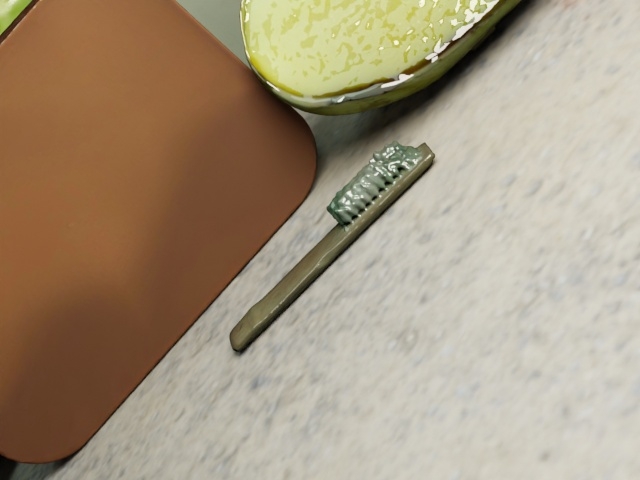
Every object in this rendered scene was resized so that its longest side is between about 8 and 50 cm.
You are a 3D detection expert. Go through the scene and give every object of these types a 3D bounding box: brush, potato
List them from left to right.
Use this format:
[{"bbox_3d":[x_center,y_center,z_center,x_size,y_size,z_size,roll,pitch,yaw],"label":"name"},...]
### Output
[{"bbox_3d":[0.000,0.000,0.825,0.190,0.027,0.034,-45,21,11],"label":"brush"},{"bbox_3d":[0.072,-0.191,0.879,0.271,0.160,0.111,-43,-19,8],"label":"potato"}]

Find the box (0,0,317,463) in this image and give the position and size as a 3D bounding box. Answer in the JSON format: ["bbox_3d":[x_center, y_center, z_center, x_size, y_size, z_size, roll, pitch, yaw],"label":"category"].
[{"bbox_3d":[-0.202,-0.041,0.989,0.339,0.239,0.229,-48,20,4],"label":"box"}]

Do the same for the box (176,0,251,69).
[{"bbox_3d":[-0.117,-0.255,1.197,0.129,0.210,0.148,-52,23,1],"label":"box"}]

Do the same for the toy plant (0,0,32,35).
[{"bbox_3d":[-0.312,-0.226,1.212,0.316,0.224,0.184,134,151,-83],"label":"toy plant"}]
